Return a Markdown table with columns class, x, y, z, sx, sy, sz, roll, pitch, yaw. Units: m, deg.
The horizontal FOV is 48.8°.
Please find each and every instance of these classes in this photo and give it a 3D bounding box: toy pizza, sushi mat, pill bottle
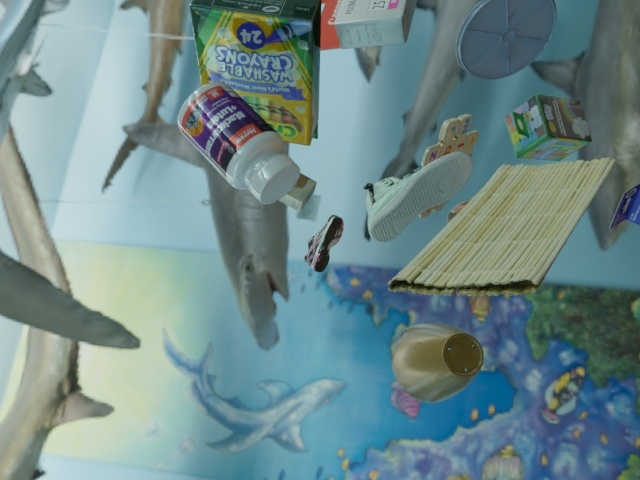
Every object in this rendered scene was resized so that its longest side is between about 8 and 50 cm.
| class | x | y | z | sx | sy | sz | roll | pitch | yaw |
| --- | --- | --- | --- | --- | --- | --- | --- | --- | --- |
| toy pizza | 0.345 | -0.391 | 1.322 | 0.201 | 0.202 | 0.032 | 83 | 169 | -49 |
| sushi mat | 0.204 | -0.024 | 0.752 | 0.316 | 0.152 | 0.019 | -39 | -60 | -48 |
| pill bottle | -0.123 | -0.148 | 1.093 | 0.108 | 0.193 | 0.108 | -38 | -21 | -17 |

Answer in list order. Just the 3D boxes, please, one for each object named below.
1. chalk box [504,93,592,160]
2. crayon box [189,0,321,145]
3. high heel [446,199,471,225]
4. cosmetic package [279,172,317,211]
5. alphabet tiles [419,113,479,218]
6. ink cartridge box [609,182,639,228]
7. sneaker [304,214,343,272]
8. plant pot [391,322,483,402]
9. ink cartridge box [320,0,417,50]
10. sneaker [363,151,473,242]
| class | x | y | z | sx | sy | sz | roll | pitch | yaw |
| --- | --- | --- | --- | --- | --- | --- | --- | --- | --- |
| chalk box | 0.596 | -0.303 | 1.905 | 0.132 | 0.213 | 0.132 | -38 | 55 | 57 |
| crayon box | -0.106 | -0.287 | 1.257 | 0.322 | 0.203 | 0.083 | 91 | -169 | -53 |
| high heel | 0.396 | -0.013 | 1.953 | 0.244 | 0.082 | 0.117 | -58 | -44 | -48 |
| cosmetic package | -0.071 | -0.111 | 1.367 | 0.060 | 0.115 | 0.041 | -58 | -7 | -28 |
| alphabet tiles | 0.330 | -0.197 | 1.884 | 0.278 | 0.021 | 0.284 | -25 | -44 | -46 |
| ink cartridge box | 0.970 | -0.149 | 1.929 | 0.069 | 0.371 | 0.175 | 57 | 169 | 31 |
| sneaker | 0.000 | 0.000 | 2.110 | 0.072 | 0.077 | 0.178 | 28 | -91 | -50 |
| plant pot | 0.350 | 0.329 | 1.979 | 0.254 | 0.237 | 0.237 | 128 | 151 | -71 |
| ink cartridge box | 0.064 | -0.464 | 1.347 | 0.060 | 0.239 | 0.275 | 71 | -153 | -45 |
| sneaker | 0.191 | -0.122 | 1.469 | 0.094 | 0.256 | 0.151 | 40 | -158 | -30 |
